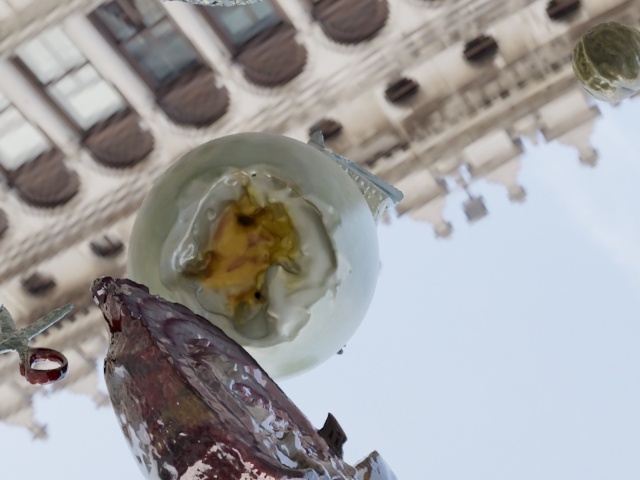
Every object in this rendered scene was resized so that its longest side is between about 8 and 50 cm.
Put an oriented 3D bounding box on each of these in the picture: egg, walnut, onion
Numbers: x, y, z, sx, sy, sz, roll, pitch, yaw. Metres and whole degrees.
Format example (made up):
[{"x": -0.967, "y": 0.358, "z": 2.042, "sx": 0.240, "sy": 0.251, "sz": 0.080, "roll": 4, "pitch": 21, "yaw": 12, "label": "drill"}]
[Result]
[{"x": -0.075, "y": 0.020, "z": 1.539, "sx": 0.278, "sy": 0.278, "sz": 0.336, "roll": -41, "pitch": -179, "yaw": -3, "label": "egg"}, {"x": 0.313, "y": -0.192, "z": 1.480, "sx": 0.092, "sy": 0.092, "sz": 0.092, "roll": -21, "pitch": -138, "yaw": 20, "label": "walnut"}, {"x": -0.108, "y": 0.163, "z": 1.229, "sx": 0.280, "sy": 0.314, "sz": 0.146, "roll": 42, "pitch": -85, "yaw": 19, "label": "onion"}]

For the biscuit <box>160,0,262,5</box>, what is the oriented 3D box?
[{"x": -0.005, "y": -0.234, "z": 0.890, "sx": 0.250, "sy": 0.147, "sz": 0.046, "roll": -41, "pitch": -117, "yaw": 45, "label": "biscuit"}]

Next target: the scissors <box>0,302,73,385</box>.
[{"x": -0.315, "y": 0.101, "z": 1.415, "sx": 0.144, "sy": 0.017, "sz": 0.248, "roll": 0, "pitch": -166, "yaw": 0, "label": "scissors"}]

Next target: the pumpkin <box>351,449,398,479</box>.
[{"x": 0.067, "y": 0.364, "z": 1.703, "sx": 0.148, "sy": 0.312, "sz": 0.169, "roll": -43, "pitch": -97, "yaw": -14, "label": "pumpkin"}]

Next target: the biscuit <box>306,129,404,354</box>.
[{"x": 0.004, "y": 0.003, "z": 1.998, "sx": 0.079, "sy": 0.186, "sz": 0.309, "roll": -41, "pitch": -160, "yaw": 49, "label": "biscuit"}]
